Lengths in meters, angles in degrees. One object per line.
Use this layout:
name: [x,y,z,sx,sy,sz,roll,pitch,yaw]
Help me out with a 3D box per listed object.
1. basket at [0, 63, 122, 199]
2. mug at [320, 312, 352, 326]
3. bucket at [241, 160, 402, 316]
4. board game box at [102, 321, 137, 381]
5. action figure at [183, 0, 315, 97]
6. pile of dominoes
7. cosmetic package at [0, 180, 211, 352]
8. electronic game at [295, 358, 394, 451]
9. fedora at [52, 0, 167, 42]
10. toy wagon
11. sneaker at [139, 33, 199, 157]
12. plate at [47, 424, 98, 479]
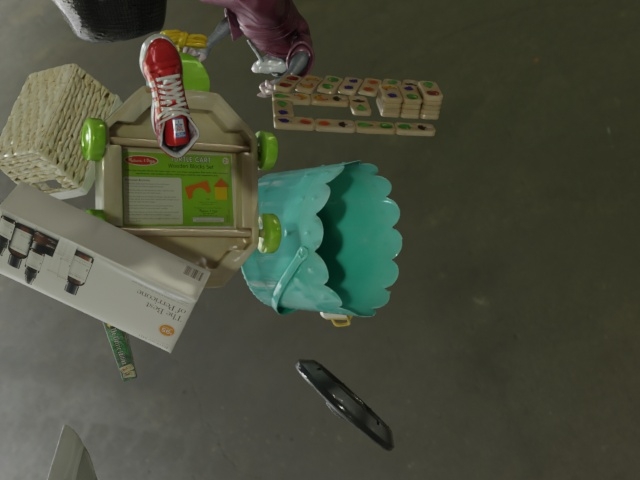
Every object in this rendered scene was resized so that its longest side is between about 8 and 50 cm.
basket: [-0.368,-0.152,1.293,0.113,0.103,0.167,-6,56,32]
mug: [0.034,0.157,2.066,0.064,0.062,0.078,-9,91,19]
bucket: [0.000,0.000,1.584,0.183,0.281,0.281,-1,51,32]
board game box: [-0.339,0.098,1.483,0.030,0.260,0.136,-12,49,-9]
action figure: [-0.098,-0.398,1.563,0.248,0.370,0.276,33,84,24]
pile of dominoes: [0.051,-0.219,1.383,0.251,0.040,0.196,2,32,-8]
cosmetic package: [-0.256,0.034,1.063,0.239,0.099,0.060,26,39,-5]
electronic game: [0.043,0.291,1.647,0.048,0.229,0.229,-48,45,-2]
fedora: [-0.392,-0.452,1.704,0.334,0.153,0.334,-1,27,1]
toy wagon: [-0.187,-0.108,1.250,0.068,0.267,0.344,-12,79,60]
sneaker: [-0.145,-0.136,0.898,0.042,0.118,0.067,-14,43,-15]
plate: [-0.490,0.554,1.919,0.045,0.278,0.277,-14,16,-5]
